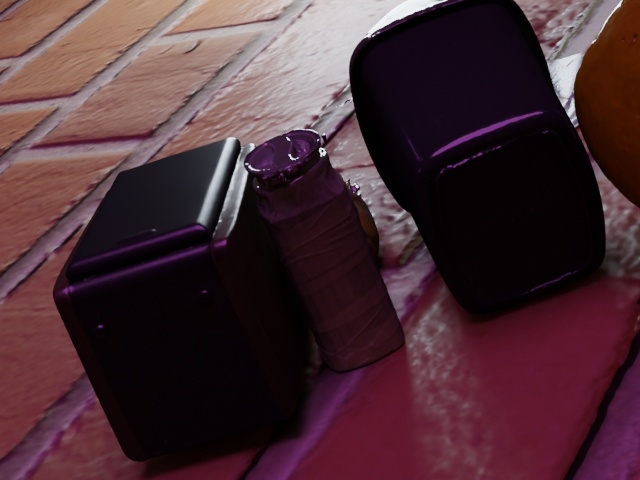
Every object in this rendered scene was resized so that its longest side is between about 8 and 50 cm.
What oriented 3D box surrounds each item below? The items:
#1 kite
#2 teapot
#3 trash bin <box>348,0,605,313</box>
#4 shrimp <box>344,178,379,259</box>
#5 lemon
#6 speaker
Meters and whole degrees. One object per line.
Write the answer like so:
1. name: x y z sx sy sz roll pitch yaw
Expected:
1. kite: 0.174 -0.166 1.550 0.360 0.022 0.204 9 39 45
2. teapot: 0.000 0.000 1.165 0.077 0.200 0.107 -23 28 -1
3. trash bin: 0.136 -0.088 1.230 0.182 0.209 0.290 -20 32 3
4. shrimp: -0.002 -0.037 1.333 0.053 0.133 0.236 -53 13 16
5. lemon: 0.336 -0.105 1.077 0.240 0.240 0.219 -32 61 -20
6. speaker: -0.105 0.044 1.185 0.153 0.192 0.231 -18 22 11
